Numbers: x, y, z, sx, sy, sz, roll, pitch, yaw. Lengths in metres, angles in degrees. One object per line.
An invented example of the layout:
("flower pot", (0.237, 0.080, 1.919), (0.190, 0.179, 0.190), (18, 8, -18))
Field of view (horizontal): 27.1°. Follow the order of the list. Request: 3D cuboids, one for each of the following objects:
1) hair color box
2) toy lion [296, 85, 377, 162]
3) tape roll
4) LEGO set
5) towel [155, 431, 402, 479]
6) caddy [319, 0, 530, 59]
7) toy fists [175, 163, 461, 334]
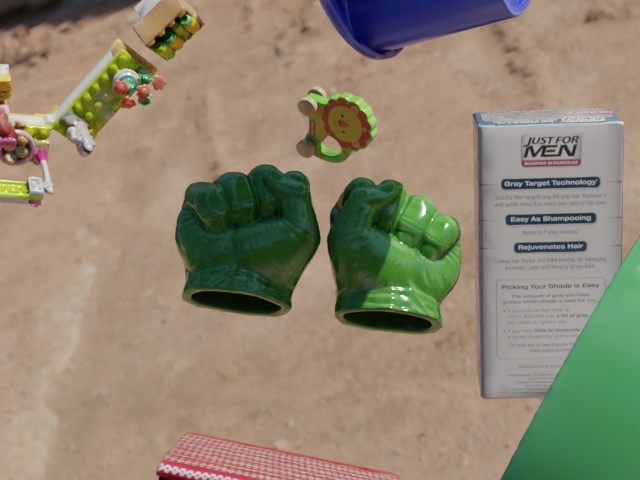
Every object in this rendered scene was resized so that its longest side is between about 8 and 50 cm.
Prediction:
("hair color box", (0.278, 0.016, 1.637), (0.174, 0.347, 0.105), (-1, 16, 4))
("toy lion", (0.021, -0.131, 1.553), (0.096, 0.100, 0.034), (23, 45, 20))
("tape roll", (0.185, 0.112, 0.821), (0.077, 0.321, 0.321), (29, 52, 17))
("LEGO set", (-0.221, -0.103, 1.099), (0.287, 0.132, 0.107), (-16, 35, -9))
("towel", (-0.021, 0.187, 1.014), (0.199, 0.031, 0.275), (11, -4, -1))
("caddy", (0.069, -0.314, 1.127), (0.179, 0.241, 0.341), (-7, 50, 25))
("toy fists", (0.000, 0.000, 1.284), (0.279, 0.096, 0.142), (6, 69, -3))
